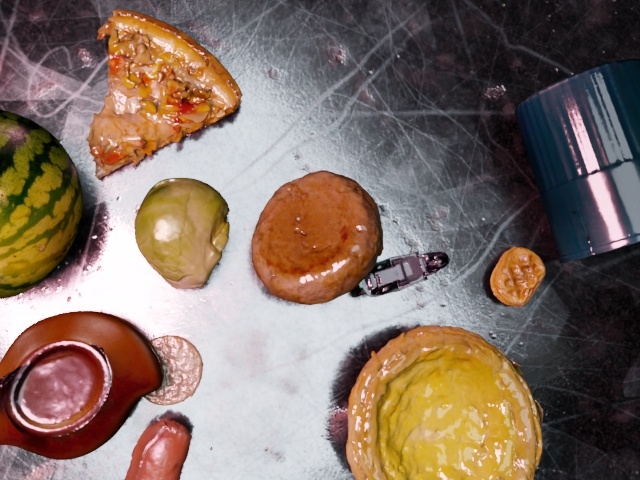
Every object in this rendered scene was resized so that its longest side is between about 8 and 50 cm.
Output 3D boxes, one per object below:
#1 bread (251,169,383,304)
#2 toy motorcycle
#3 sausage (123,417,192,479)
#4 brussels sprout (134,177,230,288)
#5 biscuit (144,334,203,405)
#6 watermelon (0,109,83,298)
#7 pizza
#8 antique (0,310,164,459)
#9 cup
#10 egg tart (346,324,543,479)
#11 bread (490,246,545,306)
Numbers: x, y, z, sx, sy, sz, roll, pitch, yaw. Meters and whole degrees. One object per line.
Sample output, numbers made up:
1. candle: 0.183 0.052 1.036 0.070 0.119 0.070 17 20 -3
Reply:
1. bread: 0.000 0.000 1.145 0.229 0.123 0.230 -11 60 19
2. toy motorcycle: 0.137 0.054 1.198 0.173 0.100 0.058 -17 88 -7
3. sausage: -0.311 0.482 1.091 0.094 0.094 0.419 28 79 -34
4. brussels sprout: -0.233 -0.015 1.140 0.145 0.131 0.183 17 80 -28
5. biscuit: -0.255 0.217 1.164 0.120 0.015 0.120 1 83 -8
6. watermelon: -0.498 -0.052 1.027 0.284 0.285 0.285 1 84 -8
7. pizza: -0.308 -0.267 1.184 0.287 0.074 0.251 -32 87 -12
8. antique: -0.389 0.224 1.083 0.277 0.129 0.224 -13 86 -4
9. cup: 0.515 -0.143 1.202 0.307 0.242 0.292 -18 84 -7
10. egg tart: 0.197 0.310 1.159 0.345 0.132 0.346 1 85 -8
11. bread: 0.353 0.064 1.254 0.083 0.044 0.111 34 79 0
